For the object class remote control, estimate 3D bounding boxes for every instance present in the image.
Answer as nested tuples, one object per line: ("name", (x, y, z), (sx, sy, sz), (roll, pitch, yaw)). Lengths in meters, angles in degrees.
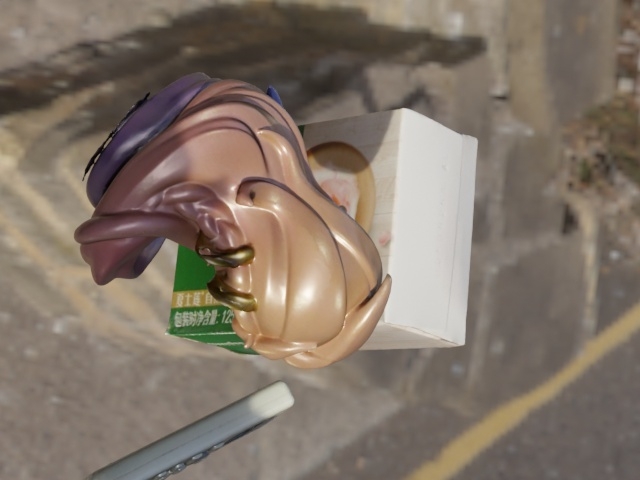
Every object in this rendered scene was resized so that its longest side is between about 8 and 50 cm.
("remote control", (-0.113, 0.169, 1.507), (0.190, 0.087, 0.029), (-24, 82, -27))

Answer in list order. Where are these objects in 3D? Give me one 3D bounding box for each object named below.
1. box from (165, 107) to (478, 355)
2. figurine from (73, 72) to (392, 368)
("box", (0.000, 0.000, 1.189), (0.081, 0.199, 0.135), (18, 72, -46))
("figurine", (-0.040, -0.009, 0.859), (0.126, 0.157, 0.114), (-39, 146, -26))
